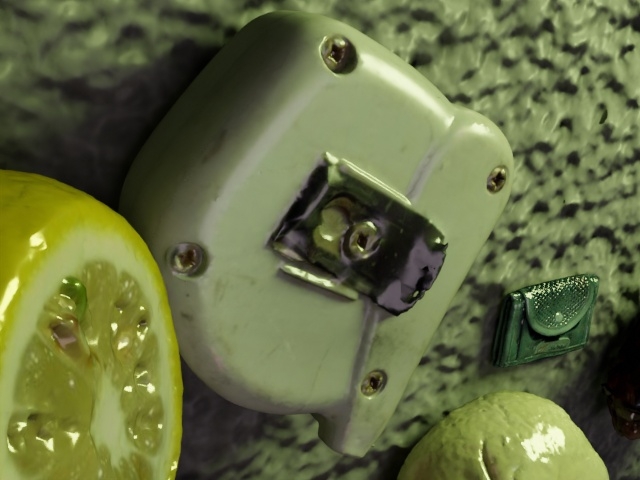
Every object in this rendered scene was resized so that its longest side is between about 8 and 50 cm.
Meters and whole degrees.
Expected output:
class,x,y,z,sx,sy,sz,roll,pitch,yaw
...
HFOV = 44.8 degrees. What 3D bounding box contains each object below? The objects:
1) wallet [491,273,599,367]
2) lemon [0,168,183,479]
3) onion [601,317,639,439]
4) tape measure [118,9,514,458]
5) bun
class,x,y,z,sx,sy,sz,roll,pitch,yaw
wallet,0.232,0.081,0.784,0.129,0.026,0.088,-8,114,-31
lemon,-0.197,0.084,0.377,0.219,0.240,0.240,-5,119,13
onion,0.458,0.144,0.808,0.281,0.281,0.221,-44,123,-11
tape measure,0.000,0.000,0.536,0.265,0.130,0.258,26,96,-38
bun,0.185,0.273,0.760,0.244,0.153,0.244,-16,122,-27
